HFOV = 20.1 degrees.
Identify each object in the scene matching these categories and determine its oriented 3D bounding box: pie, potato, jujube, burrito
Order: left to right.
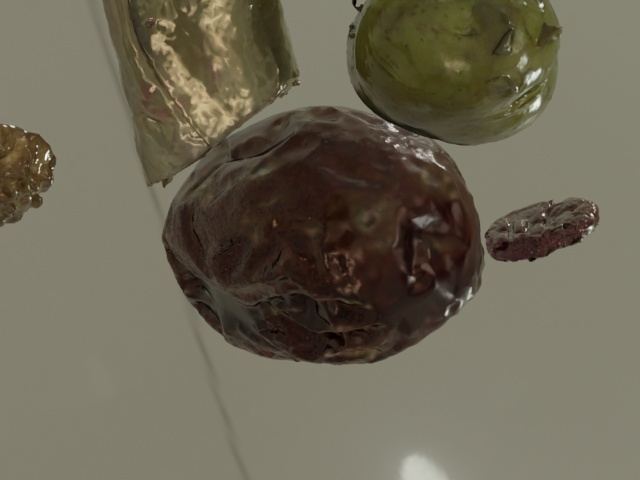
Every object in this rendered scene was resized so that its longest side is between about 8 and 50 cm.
[{"bbox_3d":[-0.102,-0.195,1.421,0.105,0.143,0.299,-86,164,-71],"label":"burrito"},{"bbox_3d":[0.000,-0.001,1.891,0.377,0.276,0.276,-14,-82,51],"label":"jujube"},{"bbox_3d":[0.101,-0.148,1.381,0.169,0.143,0.248,25,6,4],"label":"potato"},{"bbox_3d":[0.277,-0.015,2.257,0.154,0.154,0.036,14,-52,62],"label":"pie"}]

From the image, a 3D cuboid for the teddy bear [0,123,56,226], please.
[{"bbox_3d":[-0.348,-0.011,1.190,0.246,0.296,0.223,22,-84,51],"label":"teddy bear"}]
